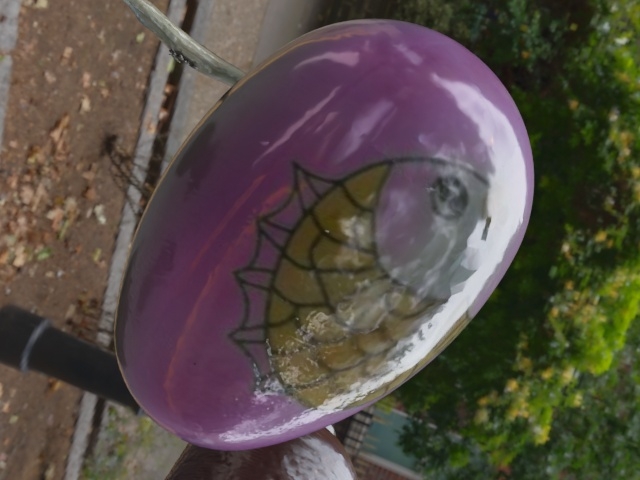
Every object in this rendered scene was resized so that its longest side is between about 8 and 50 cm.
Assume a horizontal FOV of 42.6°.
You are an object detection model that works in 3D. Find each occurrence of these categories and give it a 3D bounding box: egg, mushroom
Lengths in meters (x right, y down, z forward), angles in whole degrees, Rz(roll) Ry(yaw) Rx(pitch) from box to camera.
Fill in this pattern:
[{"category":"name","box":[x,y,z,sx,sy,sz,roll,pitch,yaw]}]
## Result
[{"category":"egg","box":[0.000,0.000,0.476,0.271,0.196,0.196,-52,176,11]},{"category":"mushroom","box":[-0.072,-0.151,0.723,0.068,0.306,0.043,-58,-171,52]}]

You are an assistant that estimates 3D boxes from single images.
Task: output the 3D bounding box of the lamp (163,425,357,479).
[{"category":"lamp","box":[-0.062,0.254,0.738,0.258,0.180,0.180,-54,165,-48]}]
